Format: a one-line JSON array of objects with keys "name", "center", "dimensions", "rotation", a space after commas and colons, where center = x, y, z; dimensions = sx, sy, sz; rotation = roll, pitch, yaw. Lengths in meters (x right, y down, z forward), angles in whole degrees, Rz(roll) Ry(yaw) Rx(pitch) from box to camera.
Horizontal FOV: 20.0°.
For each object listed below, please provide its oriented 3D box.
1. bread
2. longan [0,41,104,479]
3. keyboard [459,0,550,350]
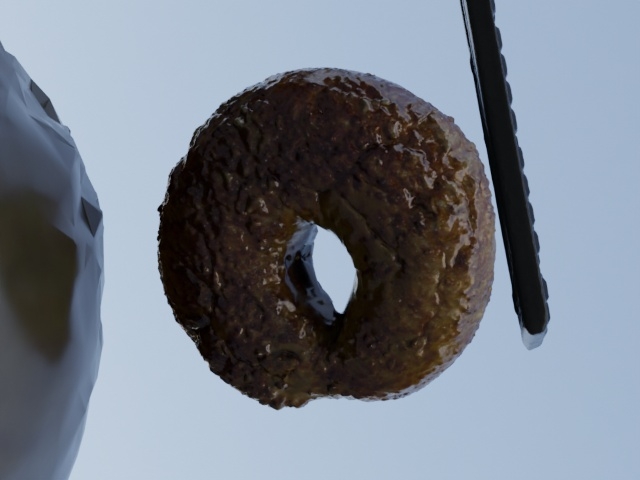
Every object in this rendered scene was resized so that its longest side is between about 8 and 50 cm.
[{"name": "bread", "center": [0.000, 0.000, 0.936], "dimensions": [0.193, 0.064, 0.193], "rotation": [3, -81, 21]}, {"name": "longan", "center": [-0.320, 0.058, 0.995], "dimensions": [0.404, 0.404, 0.436], "rotation": [58, -47, 25]}, {"name": "keyboard", "center": [0.071, -0.038, 0.771], "dimensions": [0.103, 0.041, 0.381], "rotation": [52, 35, -81]}]
